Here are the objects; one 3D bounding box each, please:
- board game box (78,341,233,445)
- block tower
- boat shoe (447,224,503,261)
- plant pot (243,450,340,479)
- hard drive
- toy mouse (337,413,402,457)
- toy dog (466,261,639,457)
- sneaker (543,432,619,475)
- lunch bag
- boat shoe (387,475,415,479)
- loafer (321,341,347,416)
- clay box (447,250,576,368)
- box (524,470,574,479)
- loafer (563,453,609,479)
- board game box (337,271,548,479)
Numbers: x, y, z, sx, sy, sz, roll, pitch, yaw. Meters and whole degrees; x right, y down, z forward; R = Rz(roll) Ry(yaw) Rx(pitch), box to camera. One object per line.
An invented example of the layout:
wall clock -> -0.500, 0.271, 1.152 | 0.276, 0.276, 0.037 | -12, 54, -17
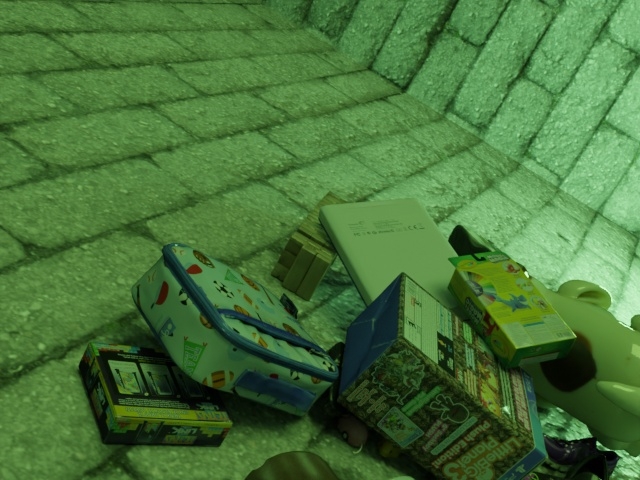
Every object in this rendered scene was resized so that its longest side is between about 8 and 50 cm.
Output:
board game box -> -0.217, 0.203, 1.203 | 0.170, 0.048, 0.141 | 12, 30, -36
block tower -> 0.000, 0.000, 1.810 | 0.091, 0.097, 0.335 | 30, 22, 2
boat shoe -> 0.387, 0.066, 2.088 | 0.103, 0.118, 0.320 | 14, 20, -21
plant pot -> -0.014, 0.336, 1.034 | 0.167, 0.167, 0.165 | 14, 20, -31
hard drive -> 0.146, 0.035, 1.671 | 0.210, 0.040, 0.319 | -6, 40, -20
toy mouse -> 0.069, 0.275, 1.400 | 0.143, 0.031, 0.161 | 39, 25, 23
toy dog -> 0.431, 0.211, 1.672 | 0.407, 0.285, 0.395 | 26, 21, 19
sneaker -> 0.444, 0.363, 1.594 | 0.169, 0.071, 0.068 | 21, 24, -17
lunch bag -> -0.110, 0.135, 1.305 | 0.243, 0.115, 0.303 | 45, 10, 38
boat shoe -> 0.080, 0.370, 1.188 | 0.183, 0.065, 0.083 | -7, 44, -45
loafer -> 0.017, 0.224, 1.418 | 0.062, 0.061, 0.170 | 54, 17, -13
clay box -> 0.308, 0.109, 1.525 | 0.127, 0.053, 0.222 | -6, 42, -26
box -> 0.346, 0.402, 1.371 | 0.162, 0.029, 0.116 | 13, 34, 7
loafer -> 0.417, 0.406, 1.464 | 0.076, 0.078, 0.223 | 36, 25, 14
board game box -> 0.187, 0.228, 1.417 | 0.291, 0.141, 0.232 | 39, 22, -10
